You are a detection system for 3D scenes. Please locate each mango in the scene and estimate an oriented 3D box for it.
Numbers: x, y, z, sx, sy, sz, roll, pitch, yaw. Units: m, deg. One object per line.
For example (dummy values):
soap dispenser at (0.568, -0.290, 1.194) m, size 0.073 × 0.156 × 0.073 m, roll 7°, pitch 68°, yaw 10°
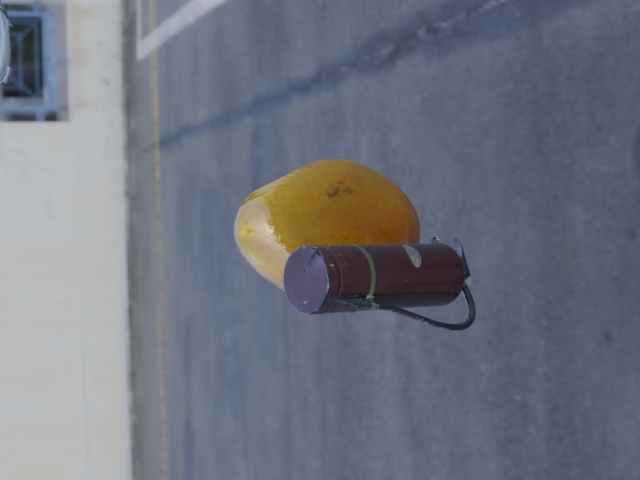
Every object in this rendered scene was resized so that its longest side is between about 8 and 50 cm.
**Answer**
mango at (0.009, -0.009, 1.189) m, size 0.102 × 0.217 × 0.141 m, roll -13°, pitch 82°, yaw 46°

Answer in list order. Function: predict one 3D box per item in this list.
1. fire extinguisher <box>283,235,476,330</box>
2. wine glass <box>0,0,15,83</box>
fire extinguisher at (0.052, 0.030, 0.840) m, size 0.045 × 0.157 × 0.078 m, roll -49°, pitch 56°, yaw 36°
wine glass at (-0.310, -0.169, 0.822) m, size 0.196 × 0.165 × 0.165 m, roll 55°, pitch 151°, yaw 20°
